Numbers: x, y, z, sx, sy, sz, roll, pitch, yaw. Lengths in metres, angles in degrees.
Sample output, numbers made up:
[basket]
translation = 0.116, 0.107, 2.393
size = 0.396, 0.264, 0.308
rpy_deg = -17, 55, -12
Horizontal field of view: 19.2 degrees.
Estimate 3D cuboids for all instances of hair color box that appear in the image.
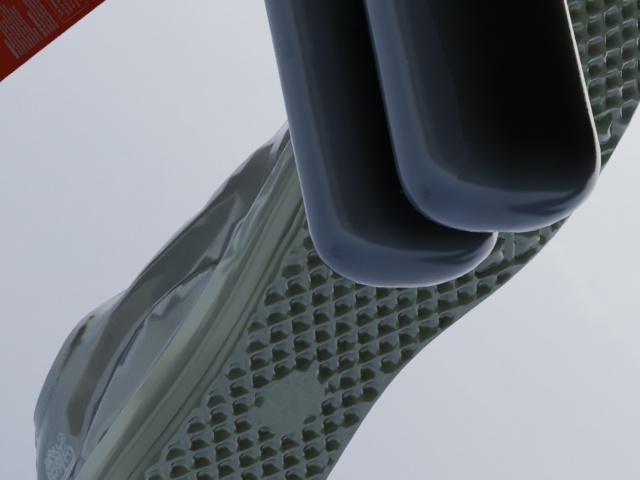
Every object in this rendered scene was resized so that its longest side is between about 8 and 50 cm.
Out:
[hair color box]
translation = -0.180, -0.119, 1.056
size = 0.043, 0.141, 0.072
rpy_deg = 52, 175, -18

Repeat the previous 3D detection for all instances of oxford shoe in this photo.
[oxford shoe]
translation = 0.000, 0.000, 0.953
size = 0.169, 0.449, 0.130
rpy_deg = 30, -167, -40

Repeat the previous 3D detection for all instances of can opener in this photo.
[can opener]
translation = -0.010, -0.127, 0.429
size = 0.093, 0.074, 0.280
rpy_deg = -6, -105, -32
